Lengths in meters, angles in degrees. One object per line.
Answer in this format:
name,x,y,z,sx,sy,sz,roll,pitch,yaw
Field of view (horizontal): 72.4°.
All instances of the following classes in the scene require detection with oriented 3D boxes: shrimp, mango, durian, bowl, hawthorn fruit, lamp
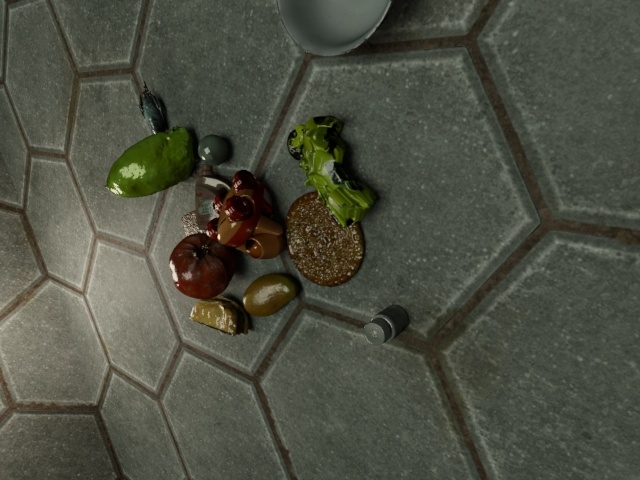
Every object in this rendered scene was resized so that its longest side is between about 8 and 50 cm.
shrimp,-0.648,-0.511,1.687,0.090,0.079,0.232,-16,90,4
mango,-0.170,0.180,1.484,0.227,0.099,0.136,-26,81,31
durian,-0.626,-0.269,1.626,0.204,0.340,0.256,57,155,-13
bowl,0.069,-0.613,1.041,0.346,0.157,0.345,11,108,35
hawthorn fruit,-0.422,0.114,1.593,0.242,0.242,0.271,39,144,24
lamp,-0.367,-0.310,1.500,0.105,0.105,0.105,11,109,36

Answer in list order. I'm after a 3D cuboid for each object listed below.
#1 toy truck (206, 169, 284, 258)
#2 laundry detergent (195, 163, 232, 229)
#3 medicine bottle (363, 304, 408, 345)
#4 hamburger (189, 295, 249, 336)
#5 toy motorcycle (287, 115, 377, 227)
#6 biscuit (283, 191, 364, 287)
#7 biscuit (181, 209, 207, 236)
toy truck,-0.223,-0.069,1.421,0.189,0.239,0.264,-38,36,39
laundry detergent,-0.367,-0.156,1.560,0.171,0.076,0.237,0,91,23
medicine bottle,0.179,0.234,1.201,0.080,0.130,0.080,12,110,35
hamburger,-0.380,0.275,1.668,0.262,0.124,0.130,11,90,31
toy motorcycle,0.029,-0.206,1.201,0.342,0.142,0.206,58,148,15
biscuit,0.000,0.000,1.337,0.305,0.038,0.305,11,109,36
biscuit,-0.454,-0.060,1.684,0.237,0.026,0.131,-18,93,40
